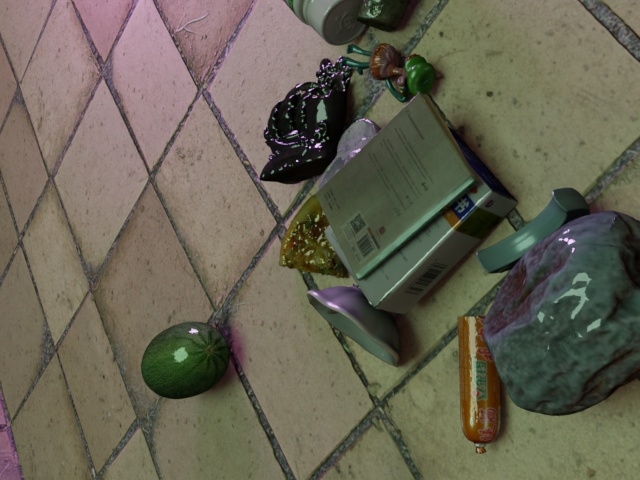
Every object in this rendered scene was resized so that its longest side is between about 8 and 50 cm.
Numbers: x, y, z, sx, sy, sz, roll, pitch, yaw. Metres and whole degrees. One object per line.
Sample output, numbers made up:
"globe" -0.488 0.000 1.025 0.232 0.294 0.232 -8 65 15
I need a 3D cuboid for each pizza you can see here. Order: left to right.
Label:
"pizza" 0.000 0.000 1.676 0.292 0.058 0.197 -42 58 37

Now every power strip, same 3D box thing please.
"power strip" 0.337 -0.007 1.251 0.216 0.137 0.044 -47 61 41

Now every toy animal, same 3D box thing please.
"toy animal" 0.135 -0.325 1.539 0.208 0.100 0.103 25 128 37

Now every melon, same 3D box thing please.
"melon" -0.336 0.295 1.930 0.288 0.182 0.182 -25 69 42

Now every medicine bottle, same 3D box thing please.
"medicine bottle" -0.003 -0.522 1.666 0.237 0.139 0.139 54 125 33

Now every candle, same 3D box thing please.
"candle" 0.087 -0.139 1.549 0.169 0.068 0.192 17 80 48

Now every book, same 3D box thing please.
"book" 0.123 -0.093 1.387 0.283 0.025 0.214 -40 57 27

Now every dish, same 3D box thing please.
"dish" 0.082 0.145 1.508 0.229 0.229 0.081 26 73 46

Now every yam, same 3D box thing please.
"yam" 0.138 -0.496 1.539 0.107 0.107 0.183 43 120 41

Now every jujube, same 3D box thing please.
"jujube" 0.372 0.117 1.138 0.308 0.215 0.246 -55 12 45

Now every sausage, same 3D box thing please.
"sausage" 0.272 0.245 1.350 0.071 0.071 0.234 -7 82 47

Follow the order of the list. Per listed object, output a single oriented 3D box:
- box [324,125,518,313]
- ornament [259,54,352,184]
"box" 0.171 -0.040 1.421 0.299 0.106 0.200 -47 55 20
"ornament" -0.031 -0.266 1.713 0.251 0.106 0.260 -16 70 44
